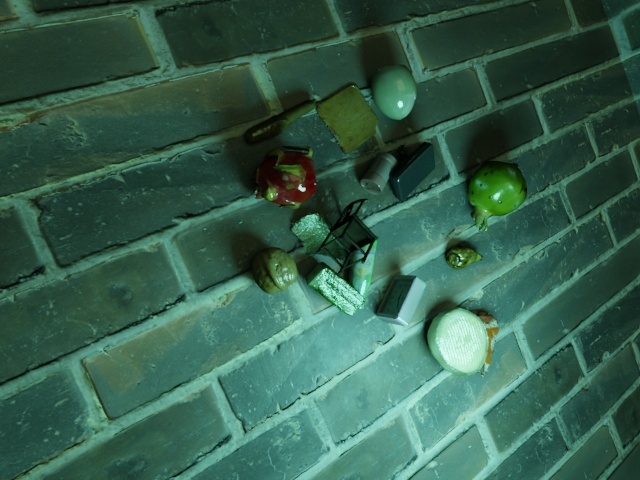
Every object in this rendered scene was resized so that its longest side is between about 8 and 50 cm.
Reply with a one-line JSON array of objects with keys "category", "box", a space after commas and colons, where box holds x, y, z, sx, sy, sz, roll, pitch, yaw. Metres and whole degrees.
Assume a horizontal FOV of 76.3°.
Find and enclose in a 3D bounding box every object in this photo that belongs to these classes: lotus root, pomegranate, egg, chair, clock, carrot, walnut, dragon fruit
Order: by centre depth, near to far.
[{"category": "walnut", "box": [-0.163, 0.103, 1.427, 0.167, 0.149, 0.166, 0, 86, 3]}, {"category": "dragon fruit", "box": [-0.124, -0.222, 1.446, 0.227, 0.224, 0.223, 1, 84, -13]}, {"category": "chair", "box": [0.113, -0.019, 1.506, 0.141, 0.155, 0.260, 46, 45, -13]}, {"category": "carrot", "box": [-0.136, -0.455, 1.536, 0.342, 0.070, 0.070, -36, 100, -24]}, {"category": "clock", "box": [0.320, 0.235, 1.627, 0.063, 0.150, 0.197, 36, 72, -20]}, {"category": "egg", "box": [0.306, -0.610, 1.690, 0.183, 0.183, 0.217, -18, 106, -25]}, {"category": "lotus root", "box": [0.645, 0.074, 1.827, 0.191, 0.094, 0.108, -4, 110, -33]}, {"category": "pomegranate", "box": [0.780, -0.201, 1.837, 0.261, 0.260, 0.340, 22, 89, -21]}]

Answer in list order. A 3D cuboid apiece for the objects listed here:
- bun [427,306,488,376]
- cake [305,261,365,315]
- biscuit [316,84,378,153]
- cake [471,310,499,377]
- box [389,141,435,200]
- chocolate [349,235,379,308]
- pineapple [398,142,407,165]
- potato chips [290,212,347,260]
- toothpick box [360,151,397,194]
[{"category": "bun", "box": [0.568, 0.424, 1.724, 0.288, 0.146, 0.287, 4, 81, -22]}, {"category": "cake", "box": [0.060, 0.187, 1.505, 0.235, 0.099, 0.100, 41, 93, -3]}, {"category": "biscuit", "box": [0.123, -0.505, 1.685, 0.237, 0.013, 0.232, -39, 101, -22]}, {"category": "cake", "box": [0.734, 0.461, 1.821, 0.135, 0.098, 0.287, 9, 81, -23]}, {"category": "box", "box": [0.388, -0.287, 1.704, 0.230, 0.050, 0.160, -45, 145, -11]}, {"category": "chocolate", "box": [0.160, 0.119, 1.597, 0.110, 0.110, 0.290, 10, 84, -23]}, {"category": "pineapple", "box": [0.357, -0.354, 1.753, 0.058, 0.058, 0.124, -17, 91, -25]}, {"category": "potato chips", "box": [0.005, -0.002, 1.556, 0.167, 0.059, 0.228, -33, 89, -31]}, {"category": "toothpick box", "box": [0.240, -0.275, 1.668, 0.098, 0.098, 0.148, 38, 71, -17]}]
